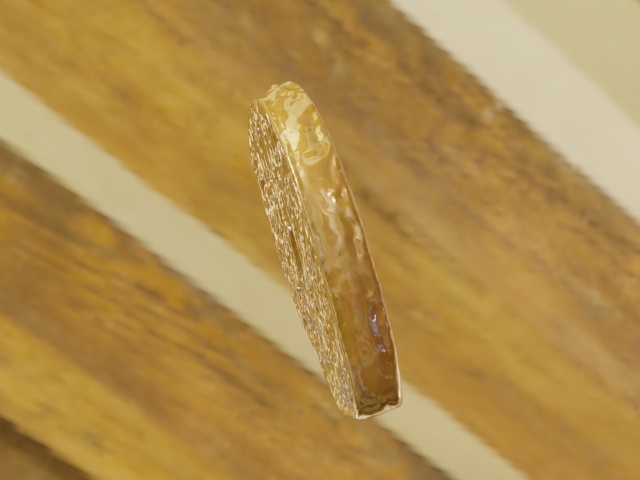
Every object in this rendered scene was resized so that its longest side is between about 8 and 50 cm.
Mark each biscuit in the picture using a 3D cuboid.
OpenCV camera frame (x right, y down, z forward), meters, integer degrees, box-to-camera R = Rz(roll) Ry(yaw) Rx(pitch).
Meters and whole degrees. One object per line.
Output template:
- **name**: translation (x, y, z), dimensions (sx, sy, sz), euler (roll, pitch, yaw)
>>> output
- **biscuit**: translation (0.000, 0.000, 0.900), dimensions (0.029, 0.221, 0.142), euler (-15, -59, -7)
